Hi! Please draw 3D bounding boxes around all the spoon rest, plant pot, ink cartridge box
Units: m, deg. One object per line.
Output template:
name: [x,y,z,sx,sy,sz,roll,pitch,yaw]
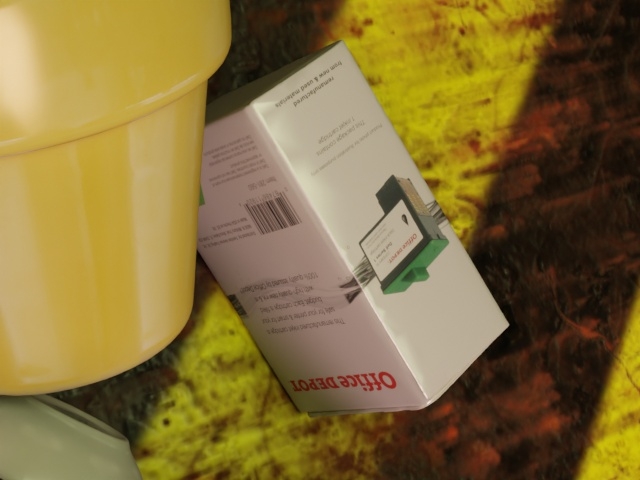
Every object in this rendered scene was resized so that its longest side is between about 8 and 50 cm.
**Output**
spoon rest: [-0.118,0.162,0.835,0.276,0.137,0.084,30,84,-38]
plant pot: [-0.168,-0.057,0.757,0.254,0.254,0.239,-25,123,-33]
ink cartridge box: [0.000,0.000,0.905,0.093,0.160,0.219,-38,103,-31]
